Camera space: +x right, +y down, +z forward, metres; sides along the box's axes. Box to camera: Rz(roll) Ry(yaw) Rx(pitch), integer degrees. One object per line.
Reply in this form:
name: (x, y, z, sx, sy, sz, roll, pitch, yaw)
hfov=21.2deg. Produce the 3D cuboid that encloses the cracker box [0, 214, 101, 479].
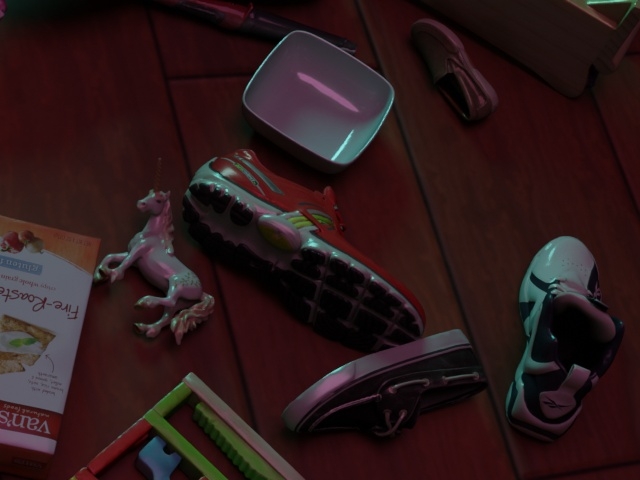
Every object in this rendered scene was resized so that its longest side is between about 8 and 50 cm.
cracker box: (-0.300, 0.090, 1.563, 0.156, 0.067, 0.232, 13, 57, -10)

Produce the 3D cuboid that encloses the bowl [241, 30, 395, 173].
bowl: (-0.005, -0.139, 1.811, 0.142, 0.053, 0.142, 31, 55, 3)

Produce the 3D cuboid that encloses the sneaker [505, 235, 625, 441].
sneaker: (0.256, 0.070, 1.707, 0.094, 0.153, 0.235, 26, 55, -4)

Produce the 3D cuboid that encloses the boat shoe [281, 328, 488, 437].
boat shoe: (0.067, 0.148, 1.643, 0.219, 0.078, 0.070, -19, 66, -29)

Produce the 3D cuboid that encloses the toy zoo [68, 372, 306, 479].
toy zoo: (-0.147, 0.272, 1.523, 0.192, 0.030, 0.293, 43, 56, 10)

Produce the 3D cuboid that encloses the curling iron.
curling iron: (-0.088, -0.255, 1.866, 0.274, 0.035, 0.068, 18, 54, -7)

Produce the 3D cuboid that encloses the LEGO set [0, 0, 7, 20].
LEGO set: (-0.426, -0.313, 1.732, 0.287, 0.132, 0.107, 53, 50, -10)

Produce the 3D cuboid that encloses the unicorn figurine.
unicorn figurine: (-0.163, 0.021, 1.664, 0.111, 0.060, 0.162, -35, 91, -32)

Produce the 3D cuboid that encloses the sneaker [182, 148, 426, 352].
sneaker: (0.000, 0.000, 1.701, 0.279, 0.107, 0.118, 37, 46, 3)

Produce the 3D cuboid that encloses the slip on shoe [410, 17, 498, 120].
slip on shoe: (0.140, -0.188, 1.894, 0.041, 0.051, 0.135, -31, 81, -34)

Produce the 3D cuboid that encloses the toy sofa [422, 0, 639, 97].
toy sofa: (0.208, -0.336, 1.930, 0.362, 0.177, 0.150, 31, 55, 3)
